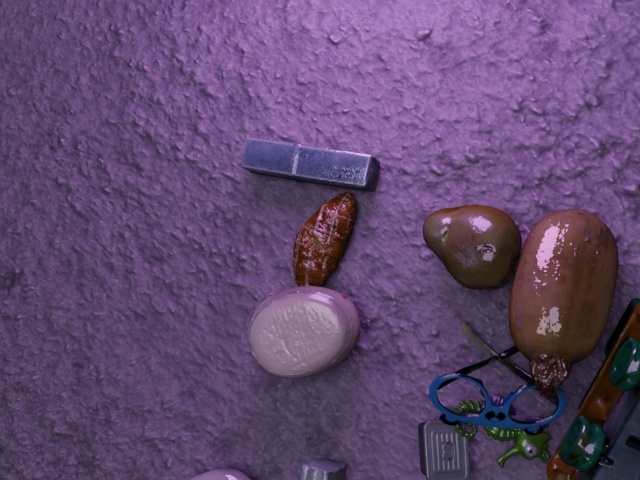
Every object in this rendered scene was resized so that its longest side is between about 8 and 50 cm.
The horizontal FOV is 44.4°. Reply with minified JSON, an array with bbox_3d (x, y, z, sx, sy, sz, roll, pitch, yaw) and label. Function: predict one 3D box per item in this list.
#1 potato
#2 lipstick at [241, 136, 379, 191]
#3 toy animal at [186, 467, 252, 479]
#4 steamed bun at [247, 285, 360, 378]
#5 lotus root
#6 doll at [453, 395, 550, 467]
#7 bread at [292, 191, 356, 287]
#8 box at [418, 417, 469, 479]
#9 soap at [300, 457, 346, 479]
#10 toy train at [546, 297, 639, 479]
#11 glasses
[{"bbox_3d":[0.278,0.006,1.459,0.194,0.157,0.157,26,93,30],"label":"potato"},{"bbox_3d":[-0.021,-0.158,1.635,0.290,0.076,0.077,11,86,23],"label":"lipstick"},{"bbox_3d":[-0.256,0.633,1.586,0.258,0.194,0.357,-1,65,45],"label":"toy animal"},{"bbox_3d":[-0.027,0.178,1.565,0.228,0.131,0.177,-20,87,17],"label":"steamed bun"},{"bbox_3d":[0.415,0.101,1.356,0.169,0.151,0.342,14,66,13],"label":"lotus root"},{"bbox_3d":[0.330,0.347,1.426,0.190,0.050,0.115,28,72,6],"label":"doll"},{"bbox_3d":[0.000,0.000,1.609,0.105,0.076,0.233,27,92,21],"label":"bread"},{"bbox_3d":[0.224,0.389,1.459,0.084,0.069,0.122,0,81,-11],"label":"box"},{"bbox_3d":[-0.005,0.532,1.519,0.063,0.114,0.198,8,87,22],"label":"soap"},{"bbox_3d":[0.519,0.262,1.283,0.178,0.249,0.429,25,106,5],"label":"toy train"},{"bbox_3d":[0.312,0.229,1.406,0.239,0.102,0.207,4,59,0],"label":"glasses"}]
